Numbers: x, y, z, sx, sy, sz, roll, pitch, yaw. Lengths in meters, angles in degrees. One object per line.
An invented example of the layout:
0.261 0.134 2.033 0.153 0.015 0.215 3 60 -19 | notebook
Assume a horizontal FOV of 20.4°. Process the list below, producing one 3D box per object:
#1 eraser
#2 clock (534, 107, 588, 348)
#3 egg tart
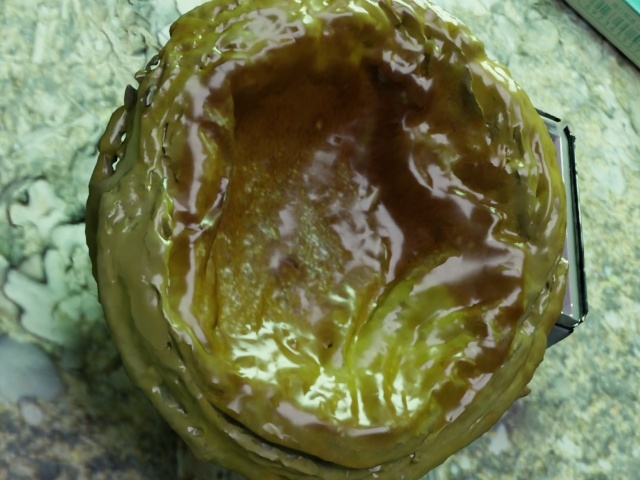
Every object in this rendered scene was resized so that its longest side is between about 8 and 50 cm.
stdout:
0.284 -0.222 1.619 0.225 0.052 0.095 41 48 -8 | eraser
0.122 -0.020 1.354 0.145 0.073 0.193 20 52 -25 | clock
0.000 0.000 1.167 0.352 0.150 0.351 4 82 -28 | egg tart
